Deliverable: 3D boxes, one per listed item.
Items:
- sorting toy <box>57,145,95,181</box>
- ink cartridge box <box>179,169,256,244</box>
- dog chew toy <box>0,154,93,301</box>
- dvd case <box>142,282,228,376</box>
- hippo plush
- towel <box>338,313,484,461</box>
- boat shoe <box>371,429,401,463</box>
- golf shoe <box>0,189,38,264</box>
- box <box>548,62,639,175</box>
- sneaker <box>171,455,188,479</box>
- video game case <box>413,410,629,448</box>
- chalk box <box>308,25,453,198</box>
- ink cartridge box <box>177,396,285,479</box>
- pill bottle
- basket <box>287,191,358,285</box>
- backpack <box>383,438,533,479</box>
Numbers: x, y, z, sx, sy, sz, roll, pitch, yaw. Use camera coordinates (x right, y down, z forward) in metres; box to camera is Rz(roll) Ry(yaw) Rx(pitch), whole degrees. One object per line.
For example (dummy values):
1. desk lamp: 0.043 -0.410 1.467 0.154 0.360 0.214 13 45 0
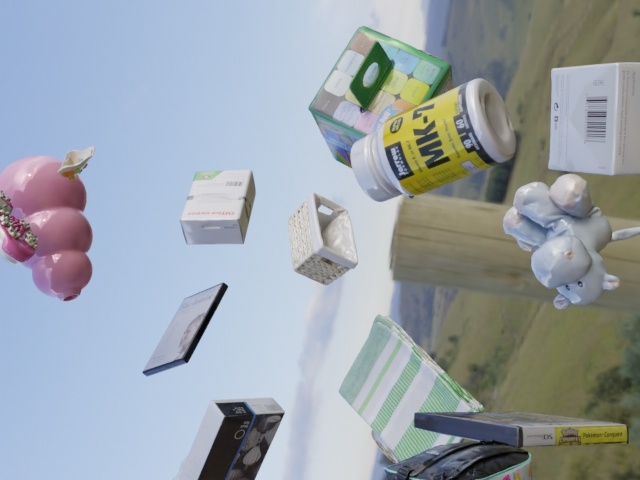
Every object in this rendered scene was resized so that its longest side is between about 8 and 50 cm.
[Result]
1. sorting toy: -0.518 -0.172 1.728 0.045 0.075 0.083 48 -162 -28
2. ink cartridge box: -0.267 -0.089 2.120 0.219 0.160 0.092 -82 -11 -49
3. dog chew toy: -0.608 -0.022 1.798 0.206 0.207 0.331 63 -174 -75
4. dvd case: -0.341 0.224 2.030 0.022 0.180 0.253 45 -135 -22
5. hippo plush: 0.519 0.032 1.724 0.234 0.294 0.236 -26 40 43
6. towel: 0.185 0.350 1.758 0.038 0.325 0.247 0 -56 -45
7. boat shoe: 0.183 0.498 1.914 0.170 0.059 0.063 51 -126 -22
8. golf shoe: -0.649 -0.014 1.560 0.140 0.306 0.115 -48 -46 -4
9. box: 0.486 -0.205 1.350 0.182 0.119 0.180 -156 64 -70
10. sneaker: -0.320 0.616 1.890 0.305 0.114 0.152 -43 24 5
11. video game case: 0.343 0.325 1.400 0.275 0.248 0.035 -10 76 60
12. chalk box: 0.110 -0.226 1.361 0.180 0.179 0.289 -59 -18 -7
13. ink cartridge box: -0.208 0.482 1.681 0.165 0.065 0.332 6 -66 -43
14. pill bottle: 0.154 -0.132 1.121 0.119 0.209 0.119 31 -132 -43
15. basket: 0.000 0.000 1.734 0.103 0.113 0.167 -41 40 30
16. backpack: 0.204 0.351 1.105 0.188 0.166 0.144 -14 -88 -42
